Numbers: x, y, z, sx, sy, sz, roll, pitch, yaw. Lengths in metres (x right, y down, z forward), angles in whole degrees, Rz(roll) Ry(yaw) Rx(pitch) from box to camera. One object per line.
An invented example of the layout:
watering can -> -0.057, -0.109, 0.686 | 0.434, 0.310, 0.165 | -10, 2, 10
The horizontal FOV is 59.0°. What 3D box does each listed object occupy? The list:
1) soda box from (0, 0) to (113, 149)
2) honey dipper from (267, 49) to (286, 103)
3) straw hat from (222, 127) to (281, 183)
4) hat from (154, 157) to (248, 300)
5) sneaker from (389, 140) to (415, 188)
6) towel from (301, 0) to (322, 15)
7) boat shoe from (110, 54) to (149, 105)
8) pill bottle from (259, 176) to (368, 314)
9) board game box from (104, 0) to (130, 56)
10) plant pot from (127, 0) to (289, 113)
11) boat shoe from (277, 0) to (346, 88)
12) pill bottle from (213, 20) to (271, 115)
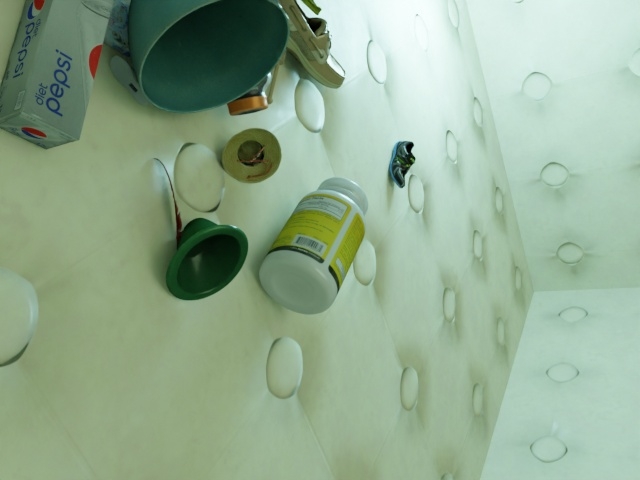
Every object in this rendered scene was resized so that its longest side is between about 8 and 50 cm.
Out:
soda box -> -0.411, -0.295, 0.882 | 0.098, 0.091, 0.287 | 29, 61, -52
honey dipper -> -0.113, -0.411, 1.415 | 0.030, 0.030, 0.161 | 32, 61, -50
straw hat -> -0.160, -0.202, 1.271 | 0.144, 0.144, 0.061 | 45, 11, -44
hat -> -0.259, -0.016, 1.130 | 0.173, 0.183, 0.209 | 6, 121, -50
sneaker -> 0.287, -0.269, 1.954 | 0.067, 0.078, 0.188 | 40, 54, -47
towel -> -0.068, -0.654, 1.413 | 0.102, 0.021, 0.237 | 28, 30, -45
boat shoe -> -0.347, -0.298, 1.040 | 0.100, 0.035, 0.035 | 54, 16, -32
pill bottle -> 0.000, 0.000, 1.372 | 0.188, 0.187, 0.334 | 61, 40, -31
board game box -> -0.372, -0.394, 1.022 | 0.090, 0.020, 0.090 | 22, 66, -56
plant pot -> -0.229, -0.402, 1.032 | 0.290, 0.290, 0.195 | -6, 63, -57
boat shoe -> -0.020, -0.515, 1.465 | 0.341, 0.110, 0.122 | 27, 35, -50
pill bottle -> -0.180, -0.397, 1.217 | 0.130, 0.130, 0.246 | -26, 106, -55
